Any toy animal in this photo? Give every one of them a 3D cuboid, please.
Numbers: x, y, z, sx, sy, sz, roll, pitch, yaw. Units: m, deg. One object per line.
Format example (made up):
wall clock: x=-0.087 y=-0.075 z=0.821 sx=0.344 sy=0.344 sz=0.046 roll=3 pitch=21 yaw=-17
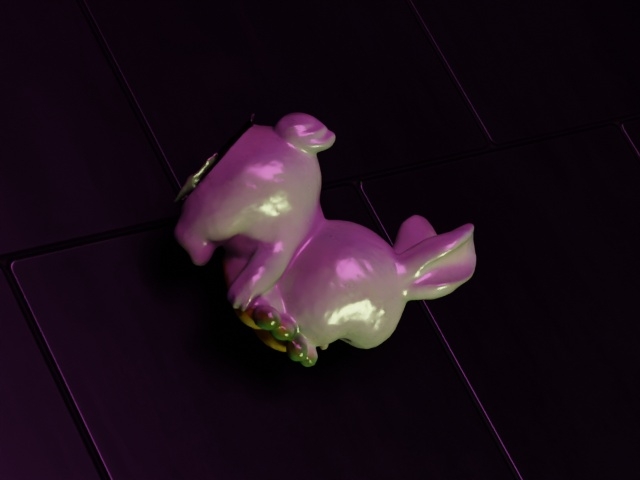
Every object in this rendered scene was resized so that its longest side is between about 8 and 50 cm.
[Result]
toy animal: x=-0.004 y=0.005 z=1.961 sx=0.310 sy=0.183 sz=0.247 roll=38 pitch=80 yaw=-1
